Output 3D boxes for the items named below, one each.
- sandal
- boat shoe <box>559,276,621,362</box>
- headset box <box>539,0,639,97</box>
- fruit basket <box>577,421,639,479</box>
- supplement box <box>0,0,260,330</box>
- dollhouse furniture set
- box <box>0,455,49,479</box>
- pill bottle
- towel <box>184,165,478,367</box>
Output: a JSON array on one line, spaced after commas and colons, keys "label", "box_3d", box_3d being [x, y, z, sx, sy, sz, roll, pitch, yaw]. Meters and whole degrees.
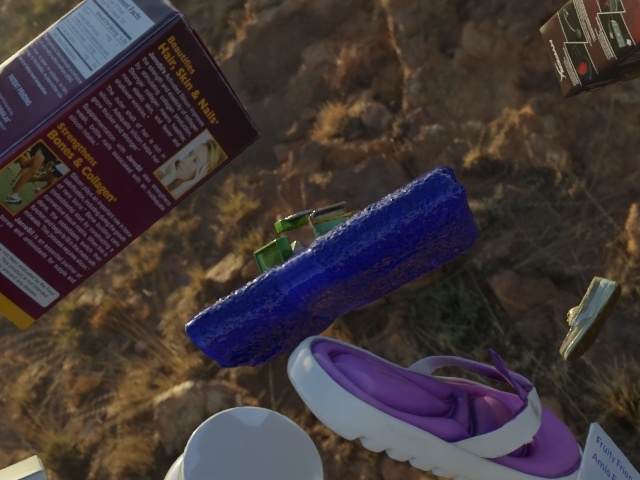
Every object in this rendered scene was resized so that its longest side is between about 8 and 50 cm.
[{"label": "sandal", "box_3d": [0.152, 0.162, 0.906, 0.102, 0.416, 0.169, -57, 44, 16]}, {"label": "boat shoe", "box_3d": [0.379, 0.112, 1.306, 0.045, 0.050, 0.135, 29, 77, 37]}, {"label": "headset box", "box_3d": [0.438, -0.295, 1.116, 0.218, 0.110, 0.293, -17, -7, -14]}, {"label": "fruit basket", "box_3d": [0.253, 0.347, 0.589, 0.165, 0.327, 0.353, -27, 20, 44]}, {"label": "supplement box", "box_3d": [-0.144, -0.053, 0.534, 0.188, 0.104, 0.081, -40, 48, -5]}, {"label": "dollhouse furniture set", "box_3d": [0.000, 0.000, 1.053, 0.151, 0.076, 0.058, -17, -4, -35]}, {"label": "box", "box_3d": [-0.435, 0.357, 1.045, 0.275, 0.113, 0.094, -22, 5, -20]}, {"label": "pill bottle", "box_3d": [-0.118, 0.385, 1.204, 0.210, 0.363, 0.210, 9, 47, -9]}, {"label": "towel", "box_3d": [0.027, 0.039, 0.963, 0.308, 0.227, 0.076, -32, 81, 8]}]
